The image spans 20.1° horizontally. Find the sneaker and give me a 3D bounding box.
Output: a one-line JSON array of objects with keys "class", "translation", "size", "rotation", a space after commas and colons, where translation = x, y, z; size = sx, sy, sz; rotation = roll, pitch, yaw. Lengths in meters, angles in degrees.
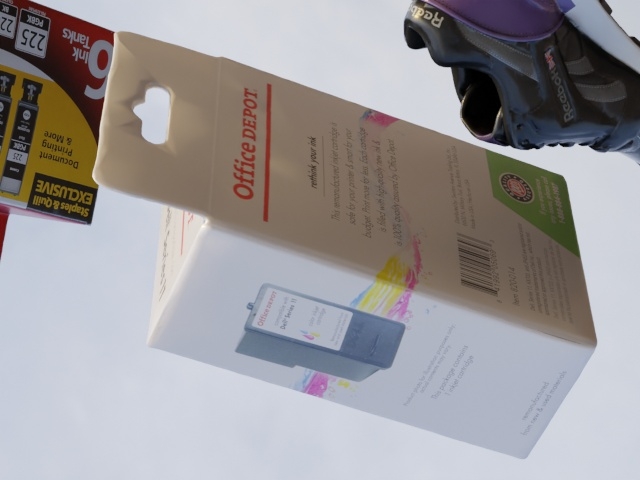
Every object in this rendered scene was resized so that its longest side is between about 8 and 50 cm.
[{"class": "sneaker", "translation": [0.155, -0.106, 1.256], "size": [0.283, 0.124, 0.107], "rotation": [40, 174, -37]}]

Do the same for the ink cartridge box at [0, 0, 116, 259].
[{"class": "ink cartridge box", "translation": [-0.358, -0.110, 1.767], "size": [0.130, 0.271, 0.309], "rotation": [8, 176, 38]}]

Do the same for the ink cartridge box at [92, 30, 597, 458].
[{"class": "ink cartridge box", "translation": [0.000, 0.000, 1.256], "size": [0.353, 0.119, 0.207], "rotation": [19, -145, -13]}]
